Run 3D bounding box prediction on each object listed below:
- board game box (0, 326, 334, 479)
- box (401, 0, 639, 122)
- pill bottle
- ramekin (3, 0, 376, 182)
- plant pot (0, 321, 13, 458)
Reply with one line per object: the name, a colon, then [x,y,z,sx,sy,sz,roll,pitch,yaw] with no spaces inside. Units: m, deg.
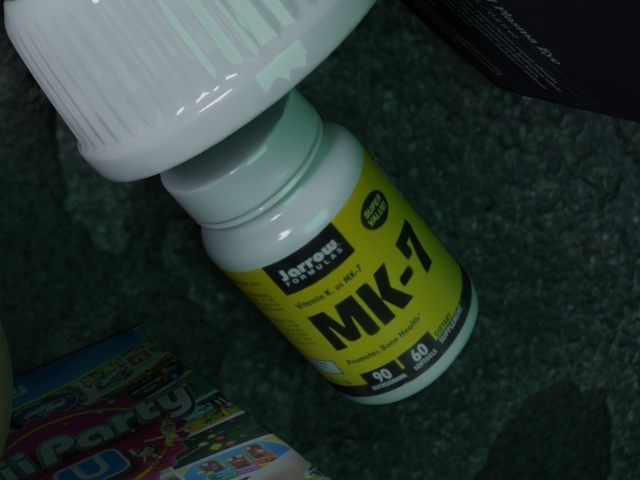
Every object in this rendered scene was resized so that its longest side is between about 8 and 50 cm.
board game box: [-0.125,0.174,0.770,0.224,0.303,0.098,-23,116,-24]
box: [0.139,-0.222,0.801,0.343,0.312,0.179,36,85,-34]
pill bottle: [0.000,0.000,0.904,0.119,0.119,0.208,-48,123,-10]
ramekin: [-0.073,-0.139,0.770,0.207,0.207,0.109,-44,113,-12]
plant pot: [-0.265,0.062,0.653,0.263,0.229,0.263,-8,101,-50]
